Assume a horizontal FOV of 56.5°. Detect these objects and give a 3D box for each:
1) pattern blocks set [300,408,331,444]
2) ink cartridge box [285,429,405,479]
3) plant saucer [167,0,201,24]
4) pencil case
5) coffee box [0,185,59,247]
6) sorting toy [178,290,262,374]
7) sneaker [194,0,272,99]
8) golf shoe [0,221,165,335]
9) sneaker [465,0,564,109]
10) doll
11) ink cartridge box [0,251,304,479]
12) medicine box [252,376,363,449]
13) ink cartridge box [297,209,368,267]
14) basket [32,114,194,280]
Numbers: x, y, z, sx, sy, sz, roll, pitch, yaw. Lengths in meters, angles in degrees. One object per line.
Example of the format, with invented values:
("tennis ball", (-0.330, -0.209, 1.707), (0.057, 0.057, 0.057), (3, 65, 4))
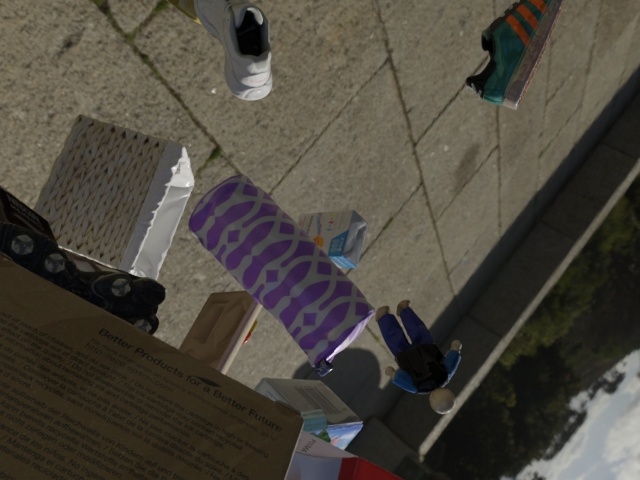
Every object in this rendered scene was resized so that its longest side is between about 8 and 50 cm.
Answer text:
("pattern blocks set", (-0.146, 0.249, 0.692), (0.285, 0.324, 0.026), (37, 45, -86))
("ink cartridge box", (-0.012, 0.264, 0.568), (0.045, 0.179, 0.146), (-17, 121, -59))
("plant saucer", (-0.280, -0.561, 0.985), (0.081, 0.332, 0.333), (-48, 174, -40))
("pencil case", (-0.039, 0.030, 0.579), (0.086, 0.206, 0.088), (-34, 167, -39))
("coffee box", (-0.505, 0.058, 0.980), (0.118, 0.297, 0.168), (-36, 149, -3))
("sorting toy", (-0.157, 0.158, 0.850), (0.038, 0.208, 0.193), (38, 64, -21))
("sneaker", (-0.123, -0.340, 0.909), (0.090, 0.232, 0.115), (-21, 169, -23))
("golf shoe", (-0.328, 0.055, 0.726), (0.272, 0.120, 0.105), (29, 78, -38))
("sneaker", (0.370, -0.401, 1.106), (0.302, 0.121, 0.108), (-66, 164, 0))
("doll", (0.153, 0.174, 0.901), (0.129, 0.189, 0.046), (-14, 137, -11))
("ink cartridge box", (-0.146, 0.126, 0.310), (0.088, 0.234, 0.193), (-62, -179, 26))
("medicine box", (-0.091, 0.433, 1.200), (0.289, 0.149, 0.263), (-53, 153, 4))
("ink cartridge box", (0.000, 0.000, 1.243), (0.061, 0.181, 0.104), (38, 59, -43))
("basket", (-0.492, -0.089, 1.455), (0.328, 0.266, 0.331), (127, -16, -78))
